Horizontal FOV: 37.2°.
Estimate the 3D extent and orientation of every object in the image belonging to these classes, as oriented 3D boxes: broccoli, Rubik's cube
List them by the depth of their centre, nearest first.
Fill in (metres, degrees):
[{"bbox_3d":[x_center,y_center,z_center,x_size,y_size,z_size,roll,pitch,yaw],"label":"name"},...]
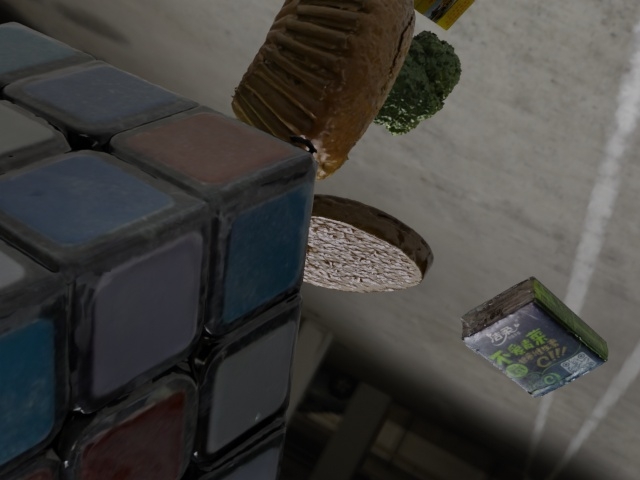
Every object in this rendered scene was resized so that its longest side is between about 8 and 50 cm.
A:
[{"bbox_3d":[-0.250,0.071,0.692,0.362,0.358,0.363,31,-145,30],"label":"Rubik's cube"},{"bbox_3d":[0.104,-0.282,1.834,0.302,0.254,0.186,-4,123,50],"label":"broccoli"}]

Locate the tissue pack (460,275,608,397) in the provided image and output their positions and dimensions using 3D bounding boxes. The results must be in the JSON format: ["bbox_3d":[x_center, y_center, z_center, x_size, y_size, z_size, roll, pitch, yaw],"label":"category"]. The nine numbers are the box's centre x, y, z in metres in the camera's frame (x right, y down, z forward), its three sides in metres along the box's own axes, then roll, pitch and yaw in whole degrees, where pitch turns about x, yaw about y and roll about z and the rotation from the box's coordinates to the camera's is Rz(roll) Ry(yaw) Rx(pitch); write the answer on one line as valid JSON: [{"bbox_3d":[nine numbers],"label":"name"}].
[{"bbox_3d":[0.397,0.185,1.767,0.235,0.173,0.073,38,-147,-26],"label":"tissue pack"}]

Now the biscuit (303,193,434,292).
[{"bbox_3d":[0.003,-0.008,1.639,0.350,0.070,0.394,33,158,-34],"label":"biscuit"}]

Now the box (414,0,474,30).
[{"bbox_3d":[0.245,-0.477,1.905,0.155,0.087,0.023,10,-138,-57],"label":"box"}]

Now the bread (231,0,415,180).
[{"bbox_3d":[0.004,-0.173,0.954,0.139,0.240,0.240,27,174,-7],"label":"bread"}]
